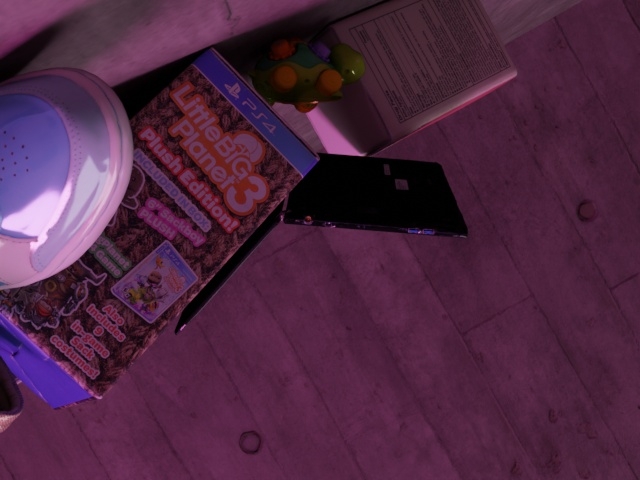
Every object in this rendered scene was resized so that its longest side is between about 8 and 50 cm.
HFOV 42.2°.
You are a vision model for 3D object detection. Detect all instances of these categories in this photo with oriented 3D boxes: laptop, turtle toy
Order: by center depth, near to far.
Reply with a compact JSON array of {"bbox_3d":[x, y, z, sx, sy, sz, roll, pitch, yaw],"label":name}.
[{"bbox_3d":[-0.014,-0.175,0.864,0.130,0.066,0.095,-1,174,-22],"label":"turtle toy"},{"bbox_3d":[0.000,0.000,0.865,0.265,0.136,0.234,5,-159,0],"label":"laptop"}]

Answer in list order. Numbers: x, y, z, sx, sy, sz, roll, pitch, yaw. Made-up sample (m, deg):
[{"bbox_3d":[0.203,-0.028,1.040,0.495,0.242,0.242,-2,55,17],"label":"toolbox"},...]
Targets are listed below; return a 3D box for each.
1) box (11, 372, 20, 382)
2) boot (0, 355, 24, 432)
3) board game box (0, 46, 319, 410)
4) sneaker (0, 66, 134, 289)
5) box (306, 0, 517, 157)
[{"bbox_3d":[-0.653,0.219,1.468,0.294,0.182,0.296,-30,-178,31],"label":"box"},{"bbox_3d":[-0.386,0.113,0.688,0.203,0.262,0.095,-48,175,20],"label":"boot"},{"bbox_3d":[-0.179,-0.001,0.773,0.291,0.141,0.232,-49,-169,-26],"label":"board game box"},{"bbox_3d":[-0.270,0.008,0.485,0.319,0.127,0.208,-30,-177,21],"label":"sneaker"},{"bbox_3d":[0.099,-0.206,1.014,0.232,0.148,0.127,-30,-177,-31],"label":"box"}]
